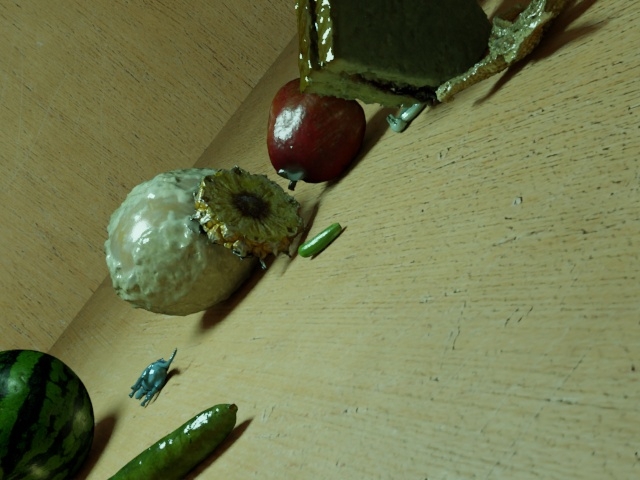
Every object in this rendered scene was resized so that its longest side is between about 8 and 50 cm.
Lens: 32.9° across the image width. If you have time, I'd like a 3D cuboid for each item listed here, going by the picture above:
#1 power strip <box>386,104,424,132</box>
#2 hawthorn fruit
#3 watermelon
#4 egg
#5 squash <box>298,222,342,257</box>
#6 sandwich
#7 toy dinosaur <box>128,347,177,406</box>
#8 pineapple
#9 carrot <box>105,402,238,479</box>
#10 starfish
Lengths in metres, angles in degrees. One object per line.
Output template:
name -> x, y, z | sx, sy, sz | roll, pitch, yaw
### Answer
power strip -> 0.142, -0.216, 1.789 | 0.083, 0.035, 0.055 | -50, 14, -11
hawthorn fruit -> -0.012, -0.182, 1.925 | 0.202, 0.185, 0.185 | -67, 14, 2
watermelon -> -0.559, 0.340, 1.987 | 0.285, 0.285, 0.285 | -46, 14, 15
egg -> -0.240, 0.004, 1.951 | 0.310, 0.279, 0.279 | -28, 4, -24
squash -> -0.001, 0.001, 1.682 | 0.089, 0.027, 0.027 | -36, 19, 33
sandwich -> 0.117, -0.348, 1.699 | 0.131, 0.325, 0.262 | -27, 62, 58
toy dinosaur -> -0.300, 0.247, 1.927 | 0.197, 0.045, 0.080 | -49, 7, 47
pineapple -> -0.120, -0.046, 1.827 | 0.221, 0.221, 0.047 | -66, 0, -48
carrot -> -0.233, 0.321, 1.478 | 0.358, 0.074, 0.074 | -42, 16, 24
starfish -> 0.292, -0.303, 1.497 | 0.299, 0.060, 0.302 | -46, 7, -12
